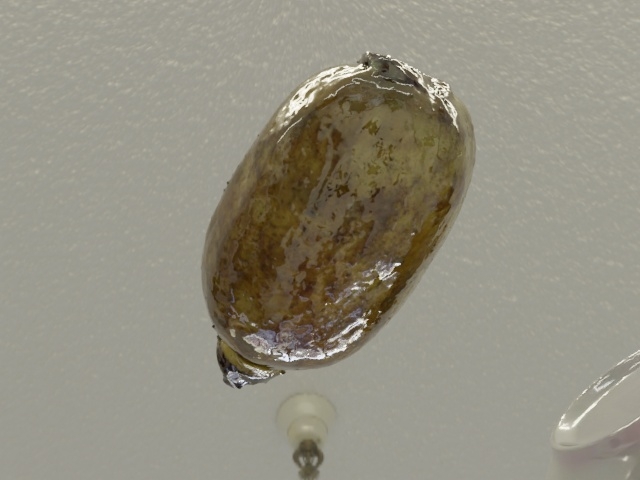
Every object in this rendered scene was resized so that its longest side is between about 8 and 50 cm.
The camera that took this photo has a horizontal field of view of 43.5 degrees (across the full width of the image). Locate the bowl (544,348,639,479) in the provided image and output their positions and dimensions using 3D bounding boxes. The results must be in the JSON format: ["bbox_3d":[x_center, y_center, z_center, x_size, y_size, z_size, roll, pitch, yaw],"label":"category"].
[{"bbox_3d":[0.289,0.170,0.630,0.287,0.287,0.144,-40,-95,12],"label":"bowl"}]

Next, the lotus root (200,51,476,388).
[{"bbox_3d":[0.000,0.000,0.521,0.145,0.128,0.260,8,-57,-38],"label":"lotus root"}]
